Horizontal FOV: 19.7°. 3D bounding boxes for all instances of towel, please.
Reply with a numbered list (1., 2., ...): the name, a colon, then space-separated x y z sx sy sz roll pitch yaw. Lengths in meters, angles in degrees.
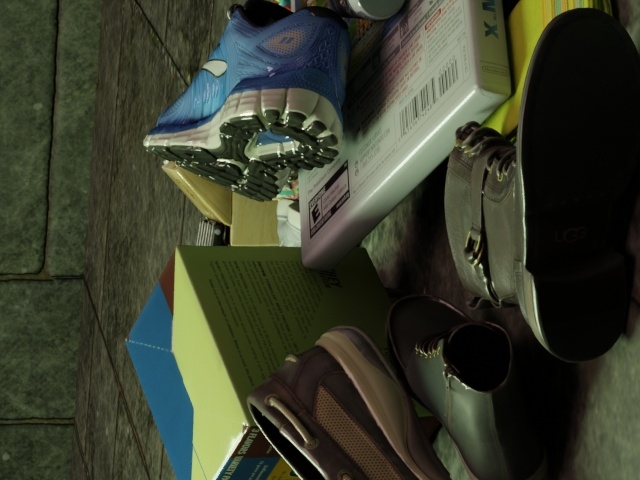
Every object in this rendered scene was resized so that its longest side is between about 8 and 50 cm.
1. towel: 0.165 -0.145 1.380 0.237 0.021 0.102 129 145 -67

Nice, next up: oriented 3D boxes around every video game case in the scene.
1. video game case: 0.059 -0.174 1.589 0.329 0.036 0.300 134 140 -53

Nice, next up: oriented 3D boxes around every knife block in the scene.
1. knife block: -0.046 -0.040 2.056 0.275 0.242 0.088 -45 15 -8

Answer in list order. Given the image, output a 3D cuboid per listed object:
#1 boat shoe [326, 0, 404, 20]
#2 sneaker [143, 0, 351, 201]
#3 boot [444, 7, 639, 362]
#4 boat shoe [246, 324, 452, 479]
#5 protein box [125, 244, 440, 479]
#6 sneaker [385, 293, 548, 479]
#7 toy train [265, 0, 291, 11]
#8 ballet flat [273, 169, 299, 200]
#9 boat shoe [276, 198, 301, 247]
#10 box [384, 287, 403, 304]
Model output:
1. boat shoe: 0.040 -0.275 1.539 0.083 0.065 0.183 -167 86 -66
2. sneaker: -0.054 -0.131 1.667 0.330 0.129 0.147 -15 53 62
3. boot: 0.142 -0.049 1.320 0.229 0.091 0.263 -135 45 -68
4. boat shoe: 0.054 0.231 1.421 0.355 0.130 0.132 58 170 35
5. protein box: -0.035 0.122 1.643 0.136 0.201 0.200 -58 44 39
6. sneaker: 0.107 0.082 1.405 0.222 0.083 0.118 -125 16 -49
7. toy train: -0.056 -0.253 2.041 0.125 0.046 0.166 -61 8 -24
8. ballet flat: -0.020 -0.135 1.908 0.091 0.077 0.241 112 177 -60
9. boat shoe: -0.001 0.000 1.877 0.227 0.079 0.081 -158 67 -80
10. box: 0.031 0.110 1.815 0.225 0.036 0.136 -173 84 -73
